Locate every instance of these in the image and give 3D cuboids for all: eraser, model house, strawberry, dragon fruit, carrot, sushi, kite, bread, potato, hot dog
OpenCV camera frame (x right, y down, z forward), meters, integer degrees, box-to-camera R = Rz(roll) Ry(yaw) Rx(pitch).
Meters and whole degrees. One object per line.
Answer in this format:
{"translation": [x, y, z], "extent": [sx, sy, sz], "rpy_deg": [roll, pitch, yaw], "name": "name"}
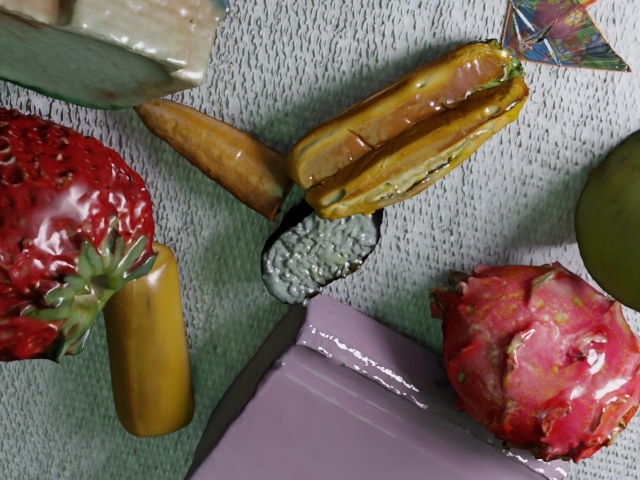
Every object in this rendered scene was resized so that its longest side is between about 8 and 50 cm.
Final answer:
{"translation": [0.063, 0.249, 1.698], "extent": [0.359, 0.122, 0.272], "rpy_deg": [30, 116, -11], "name": "eraser"}
{"translation": [-0.242, -0.304, 1.370], "extent": [0.312, 0.245, 0.280], "rpy_deg": [18, 75, -31], "name": "model house"}
{"translation": [-0.327, -0.019, 1.523], "extent": [0.277, 0.257, 0.257], "rpy_deg": [34, 117, 19], "name": "strawberry"}
{"translation": [0.223, 0.115, 1.573], "extent": [0.268, 0.210, 0.205], "rpy_deg": [39, 92, 26], "name": "dragon fruit"}
{"translation": [-0.119, -0.098, 1.558], "extent": [0.205, 0.072, 0.072], "rpy_deg": [30, 115, -6], "name": "carrot"}
{"translation": [0.000, 0.000, 1.594], "extent": [0.150, 0.078, 0.090], "rpy_deg": [-40, 103, 21], "name": "sushi"}
{"translation": [0.250, -0.230, 1.504], "extent": [0.159, 0.010, 0.190], "rpy_deg": [-35, 111, 18], "name": "kite"}
{"translation": [-0.200, 0.116, 1.666], "extent": [0.093, 0.074, 0.239], "rpy_deg": [0, 117, 9], "name": "bread"}
{"translation": [0.385, -0.025, 1.464], "extent": [0.269, 0.255, 0.112], "rpy_deg": [-22, 115, 13], "name": "potato"}
{"translation": [0.094, -0.110, 1.512], "extent": [0.269, 0.072, 0.115], "rpy_deg": [-27, 69, 4], "name": "hot dog"}
